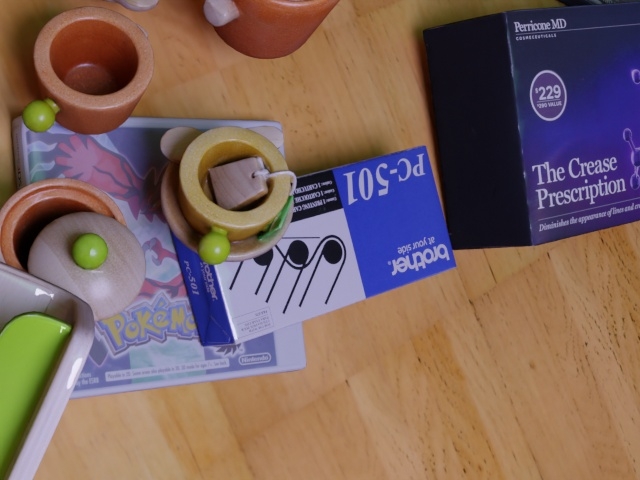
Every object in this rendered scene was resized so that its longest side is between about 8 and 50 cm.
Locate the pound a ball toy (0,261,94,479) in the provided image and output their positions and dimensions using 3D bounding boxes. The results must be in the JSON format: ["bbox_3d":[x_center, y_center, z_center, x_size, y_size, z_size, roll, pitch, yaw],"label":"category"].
[{"bbox_3d":[-0.250,0.098,0.556,0.208,0.136,0.319,23,91,-15],"label":"pound a ball toy"}]

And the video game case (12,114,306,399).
[{"bbox_3d":[-0.103,0.007,0.782,0.201,0.023,0.183,-3,84,-36],"label":"video game case"}]

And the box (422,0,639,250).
[{"bbox_3d":[0.224,-0.104,0.975,0.261,0.103,0.184,-12,94,-36],"label":"box"}]

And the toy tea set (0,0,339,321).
[{"bbox_3d":[-0.087,-0.104,0.696,0.200,0.124,0.336,11,66,-11],"label":"toy tea set"}]

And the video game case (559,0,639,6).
[{"bbox_3d":[0.257,-0.349,1.097,0.196,0.026,0.274,18,72,-32],"label":"video game case"}]

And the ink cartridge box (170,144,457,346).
[{"bbox_3d":[0.000,0.000,0.816,0.207,0.046,0.097,-17,94,-37],"label":"ink cartridge box"}]
